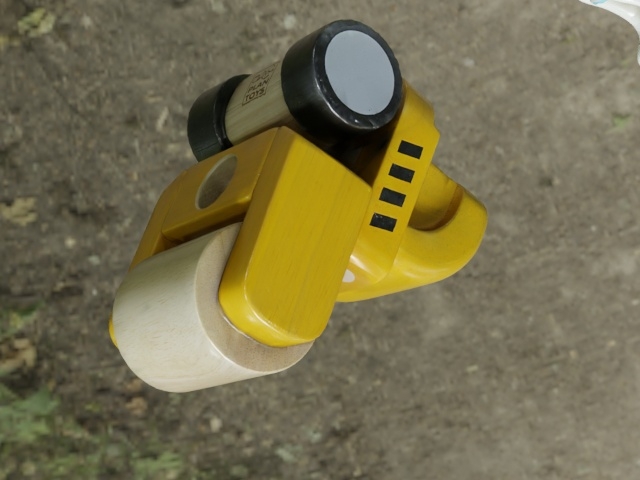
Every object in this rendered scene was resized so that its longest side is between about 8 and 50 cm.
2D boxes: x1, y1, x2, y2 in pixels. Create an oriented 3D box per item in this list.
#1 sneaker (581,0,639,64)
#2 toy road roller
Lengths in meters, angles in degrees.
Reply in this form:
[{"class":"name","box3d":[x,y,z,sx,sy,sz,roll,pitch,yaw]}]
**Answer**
[{"class":"sneaker","box3d":[0.205,-0.218,0.826,0.092,0.087,0.228,-43,103,-2]},{"class":"toy road roller","box3d":[0.000,0.000,1.007,0.241,0.329,0.203,36,149,-25]}]
